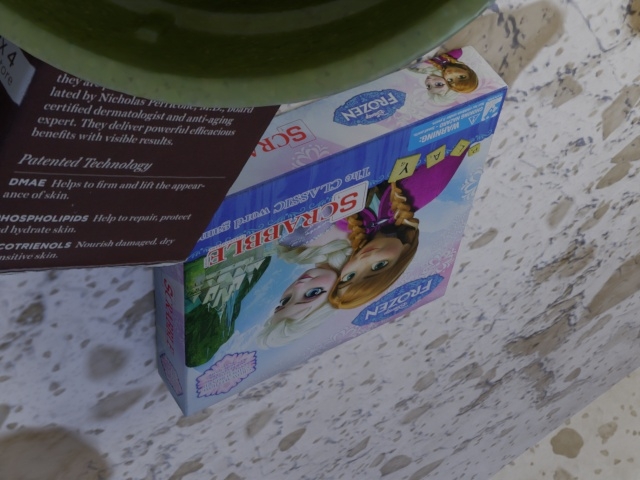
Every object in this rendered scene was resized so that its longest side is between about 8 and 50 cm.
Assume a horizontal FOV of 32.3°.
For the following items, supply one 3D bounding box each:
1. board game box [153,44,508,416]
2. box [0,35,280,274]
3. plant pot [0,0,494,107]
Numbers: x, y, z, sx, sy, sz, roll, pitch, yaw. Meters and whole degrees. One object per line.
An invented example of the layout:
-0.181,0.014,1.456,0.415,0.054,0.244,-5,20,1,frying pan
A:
0.000,0.000,1.028,0.319,0.066,0.318,-23,148,-22,board game box
-0.135,-0.109,0.626,0.167,0.168,0.203,-2,136,-44,box
-0.023,-0.217,0.466,0.276,0.276,0.254,-48,-173,19,plant pot
